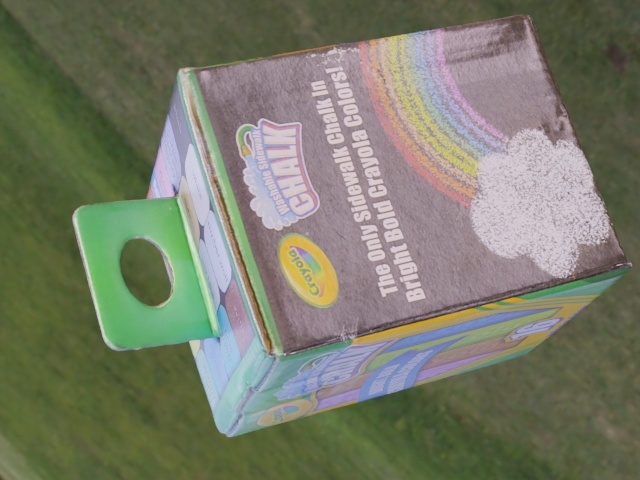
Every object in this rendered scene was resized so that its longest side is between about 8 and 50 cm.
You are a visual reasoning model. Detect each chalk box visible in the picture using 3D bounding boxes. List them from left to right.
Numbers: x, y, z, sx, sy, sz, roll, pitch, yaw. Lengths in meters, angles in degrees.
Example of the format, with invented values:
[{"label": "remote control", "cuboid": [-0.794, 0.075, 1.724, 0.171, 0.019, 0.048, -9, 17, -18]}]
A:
[{"label": "chalk box", "cuboid": [0.000, 0.000, 0.564, 0.132, 0.213, 0.132, 120, 135, -65]}]
